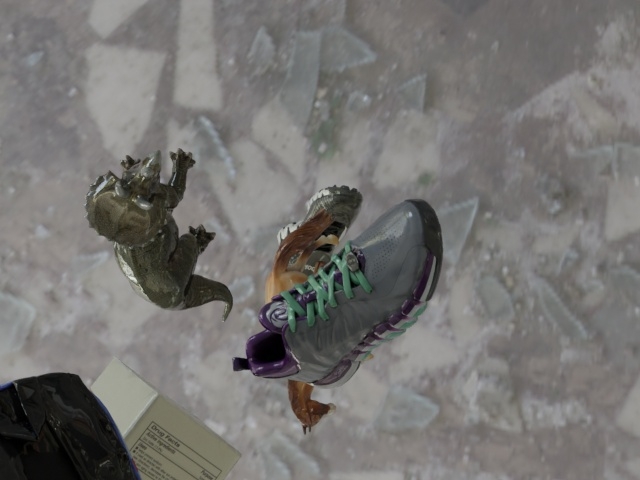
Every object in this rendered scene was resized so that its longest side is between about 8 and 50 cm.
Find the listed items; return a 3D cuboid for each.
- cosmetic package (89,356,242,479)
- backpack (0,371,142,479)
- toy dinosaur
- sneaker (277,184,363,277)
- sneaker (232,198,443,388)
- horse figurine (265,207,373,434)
[{"bbox_3d":[-0.249,0.300,1.491,0.296,0.129,0.153,-51,125,-8],"label":"cosmetic package"},{"bbox_3d":[-0.265,0.258,1.171,0.213,0.276,0.263,-17,88,37],"label":"backpack"},{"bbox_3d":[-0.188,0.001,1.514,0.121,0.160,0.313,5,135,17],"label":"toy dinosaur"},{"bbox_3d":[0.000,0.000,2.022,0.078,0.106,0.234,15,151,-21],"label":"sneaker"},{"bbox_3d":[0.012,0.051,1.063,0.098,0.083,0.224,2,140,-32],"label":"sneaker"},{"bbox_3d":[-0.008,0.096,1.739,0.066,0.174,0.263,-2,108,49],"label":"horse figurine"}]
